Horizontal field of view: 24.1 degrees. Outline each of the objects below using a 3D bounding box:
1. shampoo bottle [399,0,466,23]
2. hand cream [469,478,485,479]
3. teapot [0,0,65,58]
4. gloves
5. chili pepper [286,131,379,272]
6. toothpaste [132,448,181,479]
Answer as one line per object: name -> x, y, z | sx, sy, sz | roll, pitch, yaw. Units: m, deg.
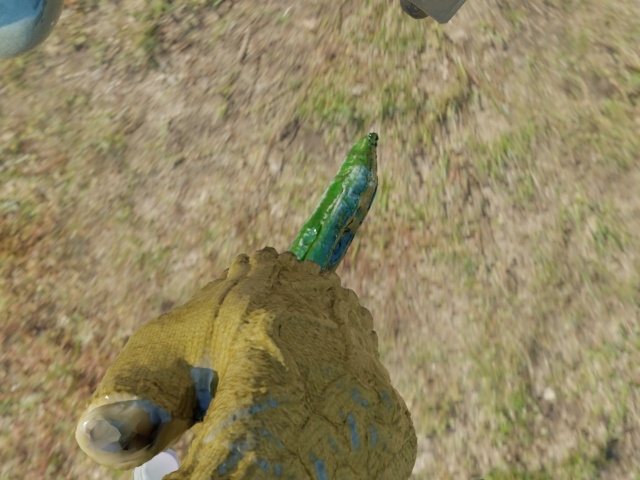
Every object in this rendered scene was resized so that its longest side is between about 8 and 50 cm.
shampoo bottle -> 0.153, -0.315, 1.572 | 0.079, 0.080, 0.246 | 37, 145, -3
hand cream -> 0.222, 0.361, 1.736 | 0.084, 0.084, 0.203 | -33, 103, 10
teapot -> -0.390, -0.264, 1.513 | 0.183, 0.251, 0.183 | 17, 114, 44
gloves -> -0.037, 0.117, 0.948 | 0.155, 0.356, 0.203 | -38, 105, 27
chili pepper -> 0.000, 0.000, 1.369 | 0.059, 0.088, 0.227 | 32, 78, -34
toothpaste -> -0.184, 0.271, 1.659 | 0.056, 0.314, 0.058 | 19, 71, -4
